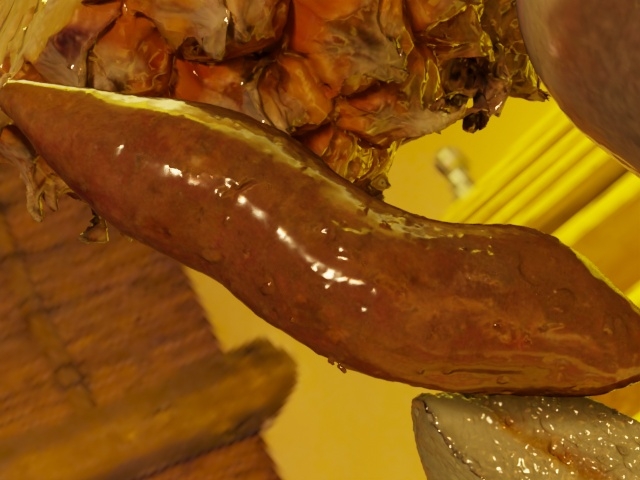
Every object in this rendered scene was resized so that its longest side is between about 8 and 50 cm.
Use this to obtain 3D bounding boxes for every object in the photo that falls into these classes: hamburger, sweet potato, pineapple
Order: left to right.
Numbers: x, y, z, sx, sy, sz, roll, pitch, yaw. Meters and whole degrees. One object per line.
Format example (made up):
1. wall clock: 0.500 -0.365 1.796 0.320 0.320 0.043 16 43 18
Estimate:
1. sweet potato: -0.001 0.002 0.504 0.218 0.051 0.065 22 -140 3
2. pineapple: 0.002 -0.074 0.798 0.286 0.344 0.209 25 -134 -23
3. hamburger: 0.082 0.089 0.579 0.121 0.084 0.054 32 -109 8

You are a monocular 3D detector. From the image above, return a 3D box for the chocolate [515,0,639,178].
1. chocolate: 0.127 -0.073 0.490 0.147 0.221 0.221 27 -155 27
